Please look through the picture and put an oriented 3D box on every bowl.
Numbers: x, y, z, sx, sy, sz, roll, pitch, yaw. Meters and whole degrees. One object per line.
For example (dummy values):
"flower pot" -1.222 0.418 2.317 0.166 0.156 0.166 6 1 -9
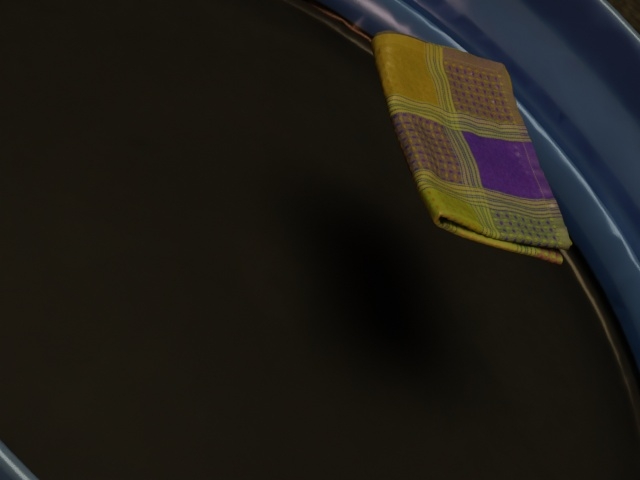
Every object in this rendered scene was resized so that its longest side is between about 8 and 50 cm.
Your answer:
"bowl" 0.000 0.000 0.610 0.391 0.077 0.391 24 41 -23

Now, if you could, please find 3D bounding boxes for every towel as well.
"towel" 0.048 -0.032 0.613 0.060 0.009 0.083 15 45 -33
